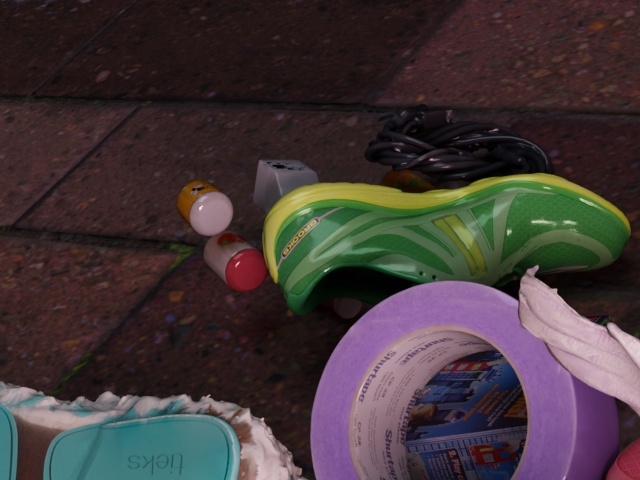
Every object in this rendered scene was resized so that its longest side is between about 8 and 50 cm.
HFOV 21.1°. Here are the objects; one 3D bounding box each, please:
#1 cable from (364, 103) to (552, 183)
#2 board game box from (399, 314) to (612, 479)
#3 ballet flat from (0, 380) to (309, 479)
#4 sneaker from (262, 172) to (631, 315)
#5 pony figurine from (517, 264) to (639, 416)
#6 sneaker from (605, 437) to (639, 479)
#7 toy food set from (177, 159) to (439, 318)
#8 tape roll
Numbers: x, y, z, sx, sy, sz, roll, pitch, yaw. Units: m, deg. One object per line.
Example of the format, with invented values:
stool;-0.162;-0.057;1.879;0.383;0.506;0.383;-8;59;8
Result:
cable;0.122;-0.073;1.526;0.151;0.047;0.184;24;19;19
board game box;0.133;0.126;1.231;0.194;0.060;0.194;-4;25;40
ballet flat;-0.188;0.186;1.305;0.409;0.147;0.147;2;38;31
sneaker;0.103;0.019;1.385;0.296;0.109;0.123;-3;60;-3
pony figurine;0.243;0.160;0.804;0.363;0.302;0.351;-34;61;-30
sneaker;0.296;0.082;1.105;0.314;0.136;0.116;-26;26;-26
toy food set;0.000;0.000;1.466;0.232;0.111;0.104;0;21;-28
tape roll;0.093;0.126;1.120;0.189;0.080;0.189;-9;71;29
